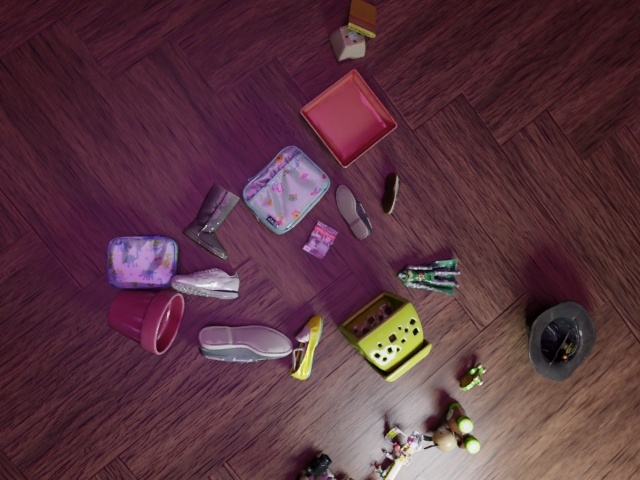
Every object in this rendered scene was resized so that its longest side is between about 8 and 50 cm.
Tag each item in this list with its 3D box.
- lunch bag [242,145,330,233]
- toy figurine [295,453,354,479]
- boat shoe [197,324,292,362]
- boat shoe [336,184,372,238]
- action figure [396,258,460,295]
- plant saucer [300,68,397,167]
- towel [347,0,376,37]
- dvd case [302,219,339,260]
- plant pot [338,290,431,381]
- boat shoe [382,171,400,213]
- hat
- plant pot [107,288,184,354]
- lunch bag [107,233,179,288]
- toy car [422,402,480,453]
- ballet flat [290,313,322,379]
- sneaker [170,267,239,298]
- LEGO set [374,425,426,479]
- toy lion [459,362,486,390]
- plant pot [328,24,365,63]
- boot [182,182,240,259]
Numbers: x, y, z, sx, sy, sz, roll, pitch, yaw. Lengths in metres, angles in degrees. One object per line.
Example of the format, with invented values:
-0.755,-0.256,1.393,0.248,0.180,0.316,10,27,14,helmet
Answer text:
-0.125,-0.172,1.731,0.224,0.108,0.279,45,82,-6,lunch bag
0.027,0.848,1.683,0.213,0.209,0.148,44,88,-6,toy figurine
-0.256,0.359,1.718,0.319,0.116,0.099,8,130,-16,boat shoe
0.122,-0.105,1.810,0.065,0.075,0.206,-23,86,-53,boat shoe
0.387,0.131,1.842,0.232,0.063,0.137,3,91,-7,action figure
0.099,-0.431,1.809,0.259,0.048,0.258,-39,95,-10,plant saucer
0.146,-0.780,1.769,0.102,0.021,0.237,20,45,-13,towel
0.000,0.000,1.798,0.087,0.013,0.119,30,83,-8,dvd case
0.229,0.331,1.729,0.227,0.228,0.207,-35,100,-10,plant pot
0.264,-0.167,1.828,0.049,0.056,0.152,11,92,-42,boat shoe
0.855,0.351,1.880,0.331,0.134,0.331,-6,105,-22,hat
-0.559,0.241,1.613,0.180,0.201,0.201,15,86,6,plant pot
-0.575,0.068,1.654,0.219,0.090,0.176,-1,90,-10,lunch bag
0.444,0.685,1.799,0.188,0.155,0.149,-19,92,2,toy car
-0.054,0.364,1.743,0.077,0.077,0.231,15,89,-26,ballet flat
-0.380,0.134,1.673,0.235,0.090,0.095,14,73,-35,sneaker
0.249,0.759,1.779,0.107,0.132,0.287,36,106,9,LEGO set
0.551,0.503,1.852,0.034,0.096,0.100,47,41,-6,toy lion
0.102,-0.708,1.792,0.109,0.096,0.109,-19,91,-10,plant pot
-0.341,-0.064,1.717,0.189,0.076,0.208,38,76,-9,boot
